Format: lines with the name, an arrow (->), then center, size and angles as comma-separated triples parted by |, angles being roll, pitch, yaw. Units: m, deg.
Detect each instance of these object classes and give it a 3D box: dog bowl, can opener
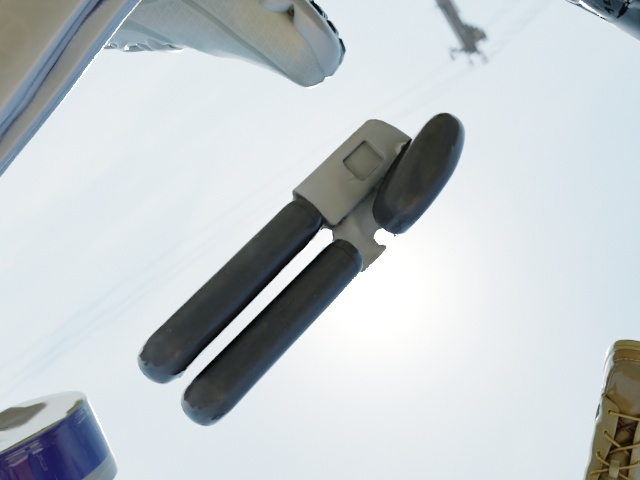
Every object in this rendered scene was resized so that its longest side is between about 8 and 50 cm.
dog bowl -> -0.389, 0.285, 1.493 | 0.265, 0.104, 0.265 | -21, -172, 3
can opener -> 0.000, 0.000, 0.799 | 0.283, 0.076, 0.095 | -46, 180, -38

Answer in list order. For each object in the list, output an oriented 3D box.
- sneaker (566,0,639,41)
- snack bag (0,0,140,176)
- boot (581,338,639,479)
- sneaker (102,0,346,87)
sneaker -> 0.132, -0.152, 0.608 | 0.283, 0.107, 0.124 | 27, -155, 30
snack bag -> -0.266, -0.122, 0.554 | 0.342, 0.323, 0.037 | -53, 171, 0
boot -> 0.369, 0.266, 1.509 | 0.095, 0.262, 0.203 | 15, -128, 20
sneaker -> -0.125, -0.146, 0.686 | 0.118, 0.292, 0.110 | -64, 173, 5
